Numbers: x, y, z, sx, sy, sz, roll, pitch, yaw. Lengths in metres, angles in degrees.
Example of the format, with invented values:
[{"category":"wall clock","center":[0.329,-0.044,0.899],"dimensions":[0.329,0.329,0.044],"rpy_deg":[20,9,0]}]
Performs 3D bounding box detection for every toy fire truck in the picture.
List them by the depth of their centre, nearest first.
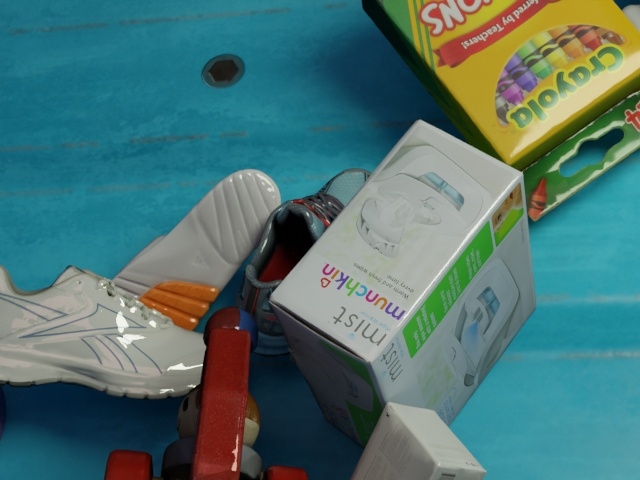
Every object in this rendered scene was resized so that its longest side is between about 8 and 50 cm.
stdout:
[{"category":"toy fire truck","center":[-0.101,0.201,1.143],"dimensions":[0.169,0.302,0.254],"rpy_deg":[6,53,-5]}]

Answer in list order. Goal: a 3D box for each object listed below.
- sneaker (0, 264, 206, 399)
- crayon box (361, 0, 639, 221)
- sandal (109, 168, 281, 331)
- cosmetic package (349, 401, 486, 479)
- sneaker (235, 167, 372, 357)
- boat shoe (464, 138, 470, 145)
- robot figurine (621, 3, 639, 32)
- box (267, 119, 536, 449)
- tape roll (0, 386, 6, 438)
[{"category":"sneaker","center":[-0.223,0.095,1.311],"dimensions":[0.297,0.111,0.129],"rpy_deg":[7,89,-7]},{"category":"crayon box","center":[0.213,-0.206,1.360],"dimensions":[0.202,0.081,0.319],"rpy_deg":[-36,75,-5]},{"category":"sandal","center":[-0.141,0.028,1.391],"dimensions":[0.265,0.076,0.102],"rpy_deg":[-43,97,7]},{"category":"cosmetic package","center":[0.054,0.271,1.124],"dimensions":[0.099,0.060,0.239],"rpy_deg":[47,118,52]},{"category":"sneaker","center":[0.000,0.000,1.343],"dimensions":[0.104,0.125,0.262],"rpy_deg":[18,50,19]},{"category":"boat shoe","center":[0.232,-0.185,1.448],"dimensions":[0.089,0.109,0.258],"rpy_deg":[13,79,12]},{"category":"robot figurine","center":[0.463,-0.296,1.388],"dimensions":[0.300,0.199,0.353],"rpy_deg":[-47,56,16]},{"category":"box","center":[0.087,0.060,1.219],"dimensions":[0.126,0.262,0.231],"rpy_deg":[30,68,27]},{"category":"tape roll","center":[-0.443,0.188,1.372],"dimensions":[0.188,0.080,0.189],"rpy_deg":[-6,57,9]}]
